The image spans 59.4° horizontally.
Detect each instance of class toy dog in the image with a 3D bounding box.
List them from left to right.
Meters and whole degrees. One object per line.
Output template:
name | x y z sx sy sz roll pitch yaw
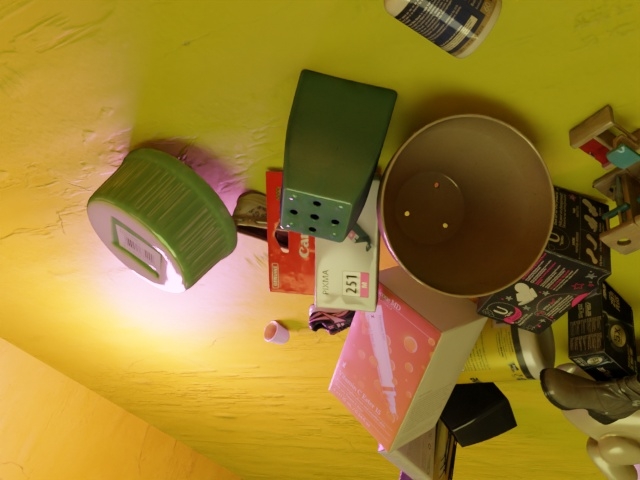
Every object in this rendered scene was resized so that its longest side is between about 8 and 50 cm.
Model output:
toy dog | 0.794 0.343 1.292 0.395 0.284 0.408 43 138 -7

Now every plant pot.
plant pot | 0.014 -0.126 0.924 0.165 0.234 0.166 14 145 2
plant pot | 0.218 -0.057 0.956 0.284 0.284 0.191 21 180 -8
plant pot | 0.410 0.459 1.562 0.167 0.187 0.188 -34 134 -4

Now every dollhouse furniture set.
dollhouse furniture set | 0.472 -0.089 0.896 0.183 0.129 0.129 27 143 -18

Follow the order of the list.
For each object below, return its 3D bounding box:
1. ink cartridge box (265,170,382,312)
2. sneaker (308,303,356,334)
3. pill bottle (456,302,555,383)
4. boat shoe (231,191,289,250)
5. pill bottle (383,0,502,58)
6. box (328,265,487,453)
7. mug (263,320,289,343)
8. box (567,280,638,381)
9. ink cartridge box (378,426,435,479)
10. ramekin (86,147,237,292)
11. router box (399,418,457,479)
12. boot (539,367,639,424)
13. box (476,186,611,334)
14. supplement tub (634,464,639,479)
ink cartridge box | 0.000 0.000 1.125 0.238 0.060 0.275 3 109 11
sneaker | 0.050 0.223 1.521 0.178 0.077 0.072 -3 142 23
pill bottle | 0.365 0.245 1.341 0.334 0.188 0.188 -13 136 35
boat shoe | -0.063 -0.007 1.237 0.285 0.089 0.104 23 144 -10
pill bottle | 0.142 -0.321 0.732 0.169 0.094 0.094 26 143 -16
box | 0.185 0.254 1.249 0.215 0.168 0.345 39 125 37
mug | -0.129 0.278 1.691 0.064 0.078 0.062 31 110 -35
box | 0.597 0.193 1.191 0.147 0.180 0.077 36 141 -26
ink cartridge box | 0.233 0.447 1.546 0.071 0.324 0.330 -12 136 30
ramekin | -0.339 -0.030 1.181 0.303 0.148 0.303 26 146 19
router box | 0.360 0.665 1.811 0.081 0.309 0.243 -6 140 32
boot | 0.576 0.293 1.125 0.246 0.083 0.161 24 140 -22
box | 0.413 0.039 1.064 0.142 0.163 0.247 19 144 0
supplement tub | 1.013 0.608 1.565 0.316 0.228 0.228 -22 131 40
